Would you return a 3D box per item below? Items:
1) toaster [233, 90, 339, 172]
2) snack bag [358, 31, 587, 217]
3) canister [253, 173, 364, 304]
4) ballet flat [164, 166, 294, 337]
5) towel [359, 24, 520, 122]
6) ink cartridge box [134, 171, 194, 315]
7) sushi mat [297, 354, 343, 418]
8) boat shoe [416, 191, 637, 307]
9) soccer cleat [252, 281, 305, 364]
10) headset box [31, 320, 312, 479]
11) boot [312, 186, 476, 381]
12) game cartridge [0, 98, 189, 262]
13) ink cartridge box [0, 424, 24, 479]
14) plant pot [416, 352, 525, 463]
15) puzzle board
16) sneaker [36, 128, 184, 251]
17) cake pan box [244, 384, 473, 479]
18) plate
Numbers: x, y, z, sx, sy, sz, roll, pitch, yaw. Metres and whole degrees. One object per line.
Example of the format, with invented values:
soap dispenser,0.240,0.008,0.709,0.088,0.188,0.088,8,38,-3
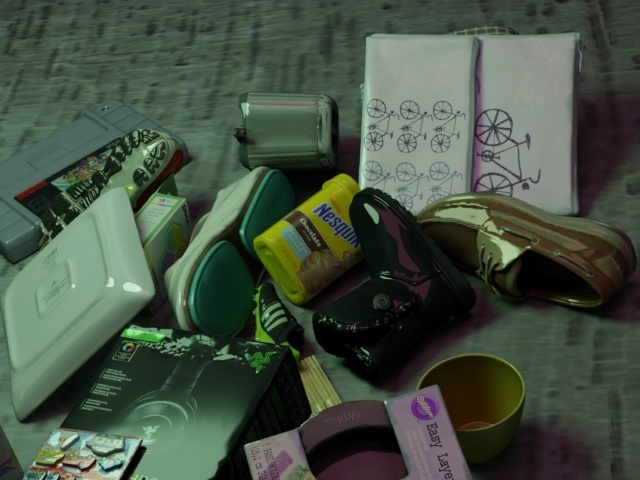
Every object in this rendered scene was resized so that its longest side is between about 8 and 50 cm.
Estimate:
toaster,-0.049,-0.171,2.274,0.146,0.129,0.227,-1,-4,6
snack bag,0.231,-0.175,2.201,0.343,0.037,0.323,1,70,9
canister,0.000,0.000,2.103,0.170,0.126,0.073,-37,8,-26
ballet flat,-0.152,0.034,2.114,0.139,0.139,0.400,3,36,18
towel,0.200,-0.246,2.361,0.284,0.121,0.235,-7,37,6
ink cartridge box,-0.239,0.003,2.170,0.062,0.109,0.209,9,42,25
sushi mat,-0.020,0.271,1.843,0.151,0.019,0.316,-21,38,-10
boat shoe,0.270,0.018,2.010,0.324,0.123,0.116,10,44,28
soccer cleat,-0.059,0.121,2.014,0.072,0.060,0.179,-1,34,-3
headset box,-0.175,0.244,1.809,0.246,0.131,0.283,7,45,26
boot,0.065,0.058,1.990,0.207,0.094,0.246,-31,67,-26
game cartridge,-0.421,-0.108,2.404,0.355,0.068,0.230,-33,38,-25
ink cartridge box,-0.460,0.237,1.770,0.131,0.306,0.226,-25,39,-16
plant pot,0.190,0.220,1.790,0.134,0.095,0.134,-7,38,6
puzzle board,-0.286,0.263,1.712,0.128,0.011,0.096,4,44,24
sneaker,-0.318,-0.057,2.251,0.279,0.118,0.107,-39,70,12
cake pan box,0.061,0.315,1.646,0.246,0.070,0.267,-15,61,-3
plate,-0.363,0.076,2.048,0.277,0.045,0.278,-43,36,15
